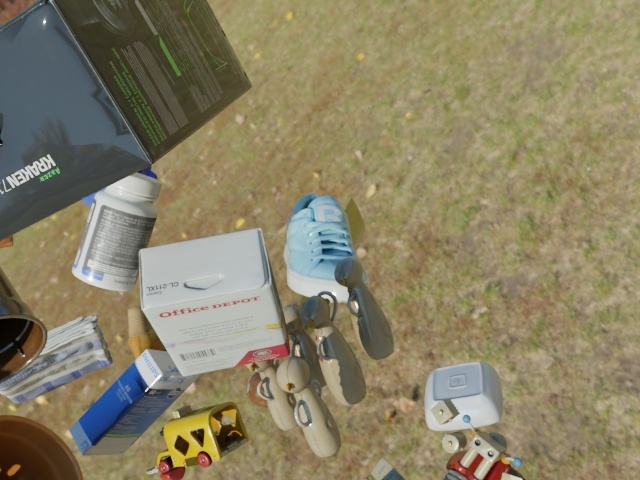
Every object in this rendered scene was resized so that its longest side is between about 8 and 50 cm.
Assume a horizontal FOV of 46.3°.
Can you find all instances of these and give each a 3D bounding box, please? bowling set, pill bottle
[{"bbox_3d":[-0.041,0.154,0.986,0.200,0.154,0.287,-16,16,26],"label":"bowling set"},{"bbox_3d":[-0.242,-0.015,0.900,0.078,0.078,0.137,30,102,63],"label":"pill bottle"}]

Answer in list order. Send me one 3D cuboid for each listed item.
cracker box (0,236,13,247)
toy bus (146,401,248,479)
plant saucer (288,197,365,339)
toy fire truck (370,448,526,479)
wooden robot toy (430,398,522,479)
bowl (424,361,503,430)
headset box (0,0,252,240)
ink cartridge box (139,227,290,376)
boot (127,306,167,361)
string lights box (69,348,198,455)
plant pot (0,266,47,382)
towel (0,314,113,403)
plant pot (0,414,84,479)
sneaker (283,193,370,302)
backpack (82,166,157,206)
[{"bbox_3d":[-0.463,-0.093,0.963,0.067,0.155,0.232,-10,22,-34],"label":"cracker box"},{"bbox_3d":[-0.236,0.358,1.378,0.202,0.104,0.191,-18,-2,-15],"label":"toy bus"},{"bbox_3d":[0.030,0.090,2.108,0.332,0.081,0.332,-62,-5,-59],"label":"plant saucer"},{"bbox_3d":[0.246,0.491,1.475,0.217,0.246,0.158,-52,3,-20],"label":"toy fire truck"},{"bbox_3d":[0.239,0.307,1.107,0.173,0.079,0.076,39,108,29],"label":"wooden robot toy"},{"bbox_3d":[0.255,0.275,1.359,0.142,0.053,0.142,-12,30,18],"label":"bowl"},{"bbox_3d":[-0.225,-0.106,0.642,0.246,0.131,0.283,-23,17,21],"label":"headset box"},{"bbox_3d":[-0.107,0.069,0.794,0.128,0.175,0.072,-10,58,-2],"label":"ink cartridge box"},{"bbox_3d":[-0.421,0.287,2.031,0.104,0.295,0.211,-15,80,20],"label":"boot"},{"bbox_3d":[-0.405,0.356,1.632,0.259,0.133,0.076,-46,63,9],"label":"string lights box"},{"bbox_3d":[-0.489,0.096,1.031,0.167,0.167,0.165,-41,64,9],"label":"plant pot"},{"bbox_3d":[-0.486,0.224,1.355,0.209,0.034,0.285,-24,-17,-18],"label":"towel"},{"bbox_3d":[-0.611,0.494,1.368,0.203,0.291,0.290,-35,28,29],"label":"plant pot"},{"bbox_3d":[0.000,0.000,1.352,0.366,0.135,0.150,-135,46,-67],"label":"sneaker"},{"bbox_3d":[-0.354,-0.099,1.317,0.120,0.101,0.098,-47,-11,-54],"label":"backpack"}]
